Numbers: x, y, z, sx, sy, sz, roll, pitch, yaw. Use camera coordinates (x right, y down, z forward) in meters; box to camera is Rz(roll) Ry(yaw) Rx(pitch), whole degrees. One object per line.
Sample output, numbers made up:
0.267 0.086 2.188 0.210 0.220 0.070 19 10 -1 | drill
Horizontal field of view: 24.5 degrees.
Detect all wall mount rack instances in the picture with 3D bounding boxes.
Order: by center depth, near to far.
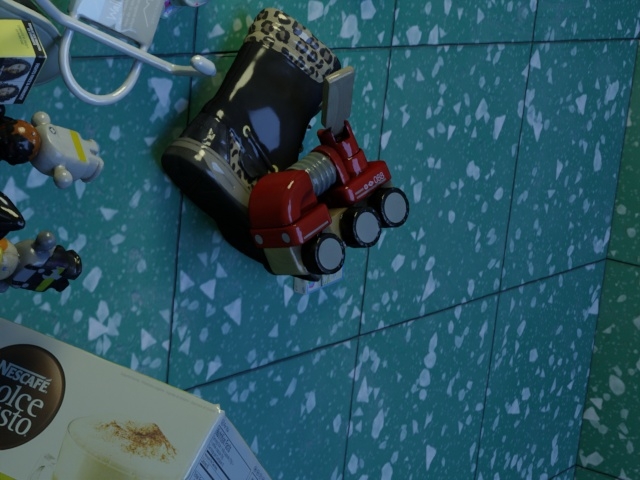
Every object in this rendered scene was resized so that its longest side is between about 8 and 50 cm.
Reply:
-0.221 -0.334 1.649 0.304 0.130 0.350 22 81 -42 | wall mount rack

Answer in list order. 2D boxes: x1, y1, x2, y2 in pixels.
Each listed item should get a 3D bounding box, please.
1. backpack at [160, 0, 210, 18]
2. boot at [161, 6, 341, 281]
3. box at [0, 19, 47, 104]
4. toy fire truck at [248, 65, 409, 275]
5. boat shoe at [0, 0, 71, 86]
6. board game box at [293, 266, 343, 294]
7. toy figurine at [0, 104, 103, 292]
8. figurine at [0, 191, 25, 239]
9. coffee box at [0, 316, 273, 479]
-0.169 -0.380 1.874 0.188 0.144 0.166 -38 126 -46 | backpack
-0.056 -0.130 2.147 0.377 0.138 0.284 45 65 -46 | boot
-0.417 -0.190 1.572 0.232 0.058 0.087 -4 147 -38 | box
0.000 -0.097 2.017 0.217 0.158 0.246 -35 110 -36 | toy fire truck
-0.381 -0.264 1.644 0.091 0.114 0.302 67 9 24 | boat shoe
0.000 0.000 2.365 0.103 0.026 0.154 -21 119 -51 | board game box
-0.366 -0.049 1.652 0.148 0.209 0.213 15 89 -51 | toy figurine
-0.423 -0.019 1.526 0.215 0.209 0.092 -49 163 20 | figurine
-0.282 0.345 1.762 0.334 0.337 0.338 -61 153 -21 | coffee box
